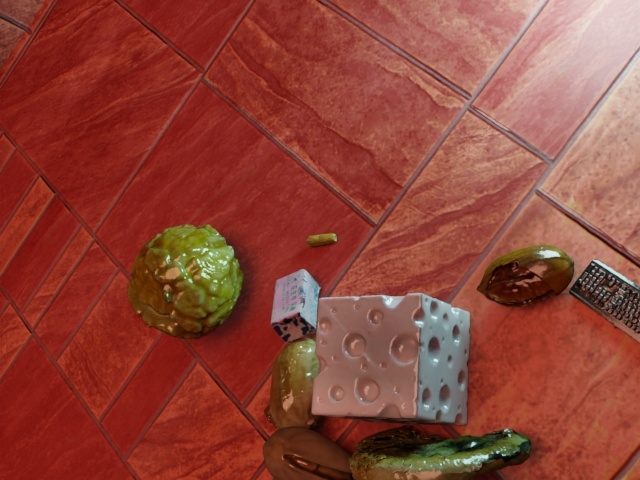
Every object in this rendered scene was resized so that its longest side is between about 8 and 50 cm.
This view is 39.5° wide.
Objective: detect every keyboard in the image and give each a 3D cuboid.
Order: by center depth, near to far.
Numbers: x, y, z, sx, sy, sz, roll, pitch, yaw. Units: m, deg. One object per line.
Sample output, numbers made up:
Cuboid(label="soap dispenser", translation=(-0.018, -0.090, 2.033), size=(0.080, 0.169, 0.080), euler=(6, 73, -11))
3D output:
Cuboid(label="keyboard", translation=(0.587, 0.130, 1.699), size=(0.230, 0.025, 0.094), euler=(39, 96, 34))

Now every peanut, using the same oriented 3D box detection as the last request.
Cuboid(label="peanut", translation=(-0.048, 0.326, 1.990), size=(0.129, 0.129, 0.225), euler=(-12, 70, 30))

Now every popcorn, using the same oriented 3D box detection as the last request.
Cuboid(label="popcorn", translation=(-0.321, 0.104, 2.158), size=(0.282, 0.247, 0.282), euler=(-1, 89, 46))

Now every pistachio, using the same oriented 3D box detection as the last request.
Cuboid(label="pistachio", translation=(-0.017, 0.472, 1.898), size=(0.223, 0.152, 0.126), euler=(19, 83, 4))

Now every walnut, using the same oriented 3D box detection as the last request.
Cuboid(label="walnut", translation=(0.406, 0.073, 1.780), size=(0.207, 0.115, 0.116), euler=(-16, 69, 29))

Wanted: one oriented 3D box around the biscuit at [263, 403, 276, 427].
Cuboid(label="biscuit", translation=(-0.095, 0.400, 2.065), size=(0.092, 0.016, 0.082), euler=(6, 81, 32))

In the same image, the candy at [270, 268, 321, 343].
Cuboid(label="candy", translation=(-0.056, 0.147, 2.042), size=(0.092, 0.073, 0.160), euler=(-25, 34, 22))

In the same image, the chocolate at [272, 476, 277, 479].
Cuboid(label="chocolate", translation=(-0.072, 0.573, 1.969), size=(0.072, 0.072, 0.167), euler=(-7, 75, 31))

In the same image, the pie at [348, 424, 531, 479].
Cuboid(label="pie", translation=(0.209, 0.417, 1.712), size=(0.371, 0.296, 0.078), euler=(-9, 90, 33))

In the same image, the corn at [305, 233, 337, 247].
Cuboid(label="corn", translation=(0.000, 0.000, 2.110), size=(0.083, 0.027, 0.028), euler=(-8, 89, 29))

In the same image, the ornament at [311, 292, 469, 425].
Cuboid(label="ornament", translation=(0.148, 0.248, 1.817), size=(0.239, 0.239, 0.239), euler=(-5, 75, 32))
